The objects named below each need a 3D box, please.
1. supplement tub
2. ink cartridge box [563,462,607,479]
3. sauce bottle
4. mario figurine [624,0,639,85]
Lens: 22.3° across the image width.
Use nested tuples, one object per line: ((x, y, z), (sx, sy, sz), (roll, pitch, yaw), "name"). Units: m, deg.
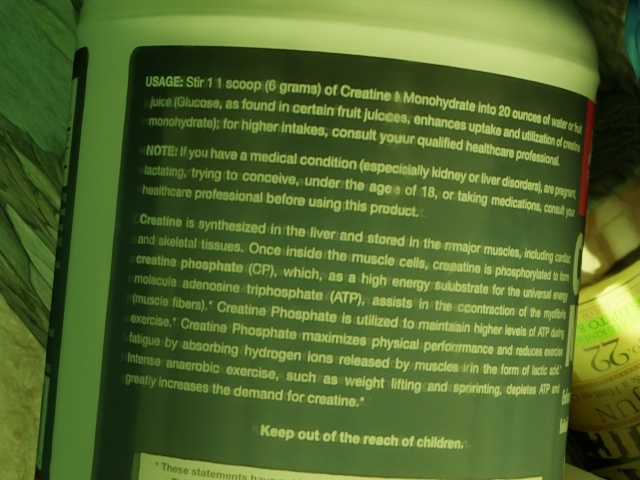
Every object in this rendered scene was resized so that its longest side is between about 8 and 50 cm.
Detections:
((0.000, 0.000, 0.591), (0.191, 0.191, 0.272), (-177, 92, -66), "supplement tub")
((0.007, 0.212, 0.709), (0.309, 0.272, 0.130), (21, 159, 35), "ink cartridge box")
((0.176, 0.094, 0.759), (0.344, 0.111, 0.111), (56, 161, -25), "sauce bottle")
((0.180, -0.008, 0.513), (0.170, 0.198, 0.320), (-6, 111, 48), "mario figurine")
